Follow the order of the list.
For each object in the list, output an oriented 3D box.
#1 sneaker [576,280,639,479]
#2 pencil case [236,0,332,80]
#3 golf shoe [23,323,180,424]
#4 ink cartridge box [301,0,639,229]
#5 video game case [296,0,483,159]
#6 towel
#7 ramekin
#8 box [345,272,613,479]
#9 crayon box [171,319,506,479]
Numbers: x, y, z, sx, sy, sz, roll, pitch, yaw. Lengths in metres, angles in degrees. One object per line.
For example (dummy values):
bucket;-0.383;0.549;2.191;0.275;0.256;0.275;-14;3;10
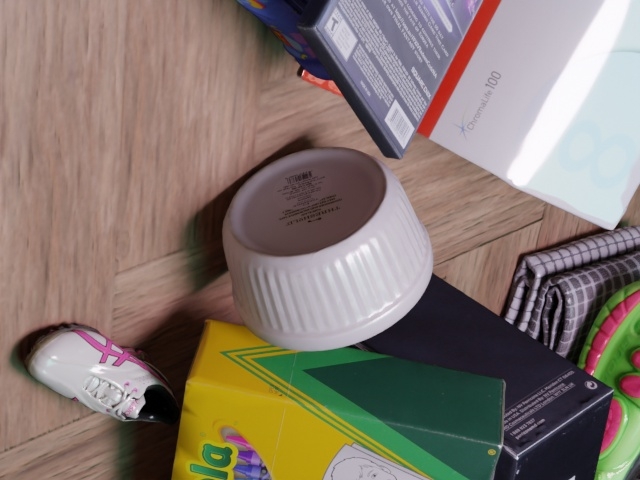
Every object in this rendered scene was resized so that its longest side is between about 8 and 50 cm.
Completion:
sneaker;0.371;0.273;2.099;0.202;0.185;0.482;12;119;-41
pencil case;-0.032;-0.244;1.449;0.119;0.133;0.306;-38;145;11
golf shoe;-0.206;0.134;1.605;0.186;0.086;0.067;22;104;-52
ink cartridge box;0.215;-0.217;1.669;0.385;0.091;0.308;21;102;-30
video game case;0.086;-0.239;1.491;0.274;0.026;0.196;-63;142;-21
towel;0.344;0.134;2.186;0.235;0.121;0.283;-17;131;-38
ramekin;0.000;0.000;1.631;0.207;0.207;0.109;-38;132;-20
box;0.155;0.240;1.913;0.183;0.294;0.296;-28;137;-37
crayon box;0.000;0.270;1.735;0.106;0.313;0.363;-80;-178;-50
